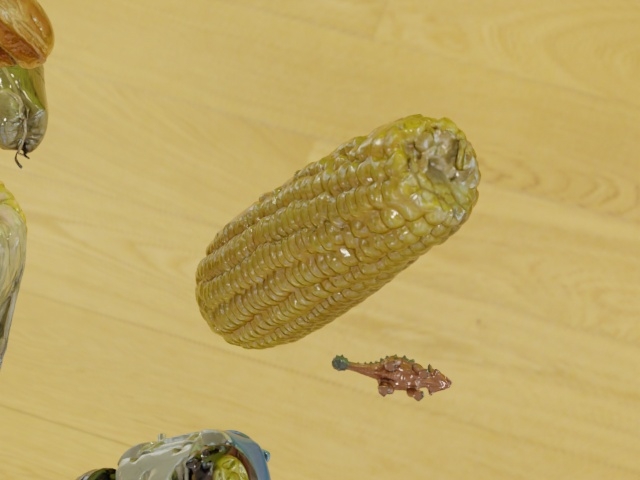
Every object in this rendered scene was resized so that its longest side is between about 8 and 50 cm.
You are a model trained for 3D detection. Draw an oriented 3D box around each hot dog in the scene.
[{"bbox_3d":[-0.297,-0.210,1.054,0.100,0.249,0.068,4,68,30],"label":"hot dog"}]

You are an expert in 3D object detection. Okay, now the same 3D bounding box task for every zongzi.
[{"bbox_3d":[-0.409,-0.174,1.514,0.204,0.094,0.205,-2,49,-16],"label":"zongzi"}]

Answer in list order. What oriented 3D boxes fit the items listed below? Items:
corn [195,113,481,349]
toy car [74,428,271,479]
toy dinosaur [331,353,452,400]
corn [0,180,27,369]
[{"bbox_3d":[0.000,0.000,1.070,0.120,0.363,0.120,11,65,-25],"label":"corn"},{"bbox_3d":[-0.124,0.335,1.305,0.198,0.166,0.314,-19,65,34],"label":"toy car"},{"bbox_3d":[0.089,0.162,1.660,0.154,0.055,0.049,12,104,-9],"label":"toy dinosaur"},{"bbox_3d":[-0.353,0.071,1.255,0.123,0.305,0.122,7,37,-22],"label":"corn"}]
